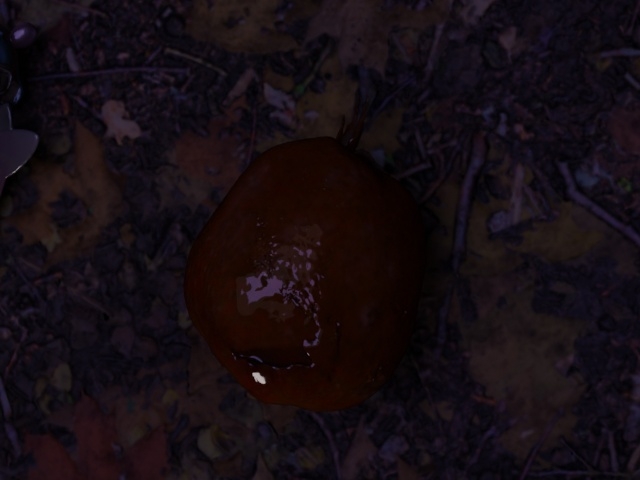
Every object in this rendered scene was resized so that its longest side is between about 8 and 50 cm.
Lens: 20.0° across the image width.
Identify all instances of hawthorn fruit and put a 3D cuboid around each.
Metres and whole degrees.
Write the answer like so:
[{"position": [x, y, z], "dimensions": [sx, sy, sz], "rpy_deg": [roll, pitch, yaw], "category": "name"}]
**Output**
[{"position": [0.000, 0.000, 1.592], "dimensions": [0.211, 0.211, 0.299], "rpy_deg": [19, 86, 18], "category": "hawthorn fruit"}]

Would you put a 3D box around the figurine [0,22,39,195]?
[{"position": [-0.378, -0.101, 1.762], "dimensions": [0.205, 0.103, 0.260], "rpy_deg": [12, 95, -9], "category": "figurine"}]
